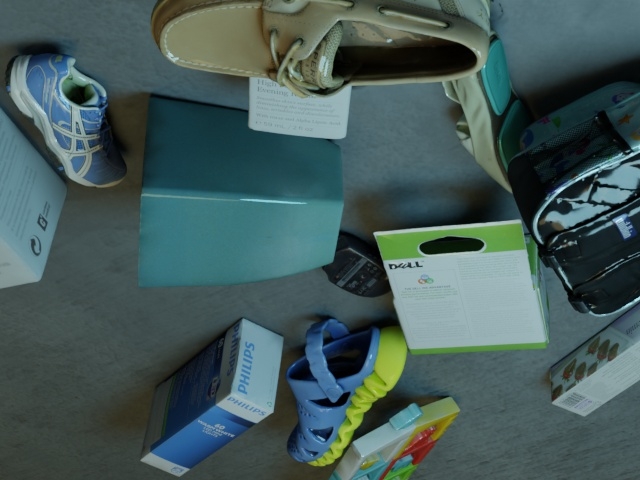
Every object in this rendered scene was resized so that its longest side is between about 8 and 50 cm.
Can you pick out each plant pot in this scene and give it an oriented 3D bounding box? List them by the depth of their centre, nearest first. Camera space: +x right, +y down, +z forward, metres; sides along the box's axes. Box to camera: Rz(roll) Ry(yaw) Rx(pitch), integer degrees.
[{"bbox_3d":[-0.095,-0.051,1.613,0.234,0.166,0.165,3,136,-7],"label":"plant pot"}]

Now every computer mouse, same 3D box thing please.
[{"bbox_3d":[0.000,0.000,1.769,0.242,0.041,0.071,33,126,-20],"label":"computer mouse"}]

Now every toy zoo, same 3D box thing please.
[{"bbox_3d":[0.101,0.331,2.077,0.192,0.030,0.293,-19,154,-32],"label":"toy zoo"}]

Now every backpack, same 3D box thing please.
[{"bbox_3d":[0.356,-0.063,1.497,0.253,0.191,0.225,-27,131,15],"label":"backpack"}]

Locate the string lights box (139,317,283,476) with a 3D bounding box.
[{"bbox_3d":[-0.163,0.235,2.002,0.076,0.133,0.259,28,137,-24],"label":"string lights box"}]

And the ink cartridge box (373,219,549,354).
[{"bbox_3d":[0.185,0.033,1.730,0.188,0.097,0.255,-4,139,14],"label":"ink cartridge box"}]

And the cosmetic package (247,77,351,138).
[{"bbox_3d":[-0.017,-0.219,1.454,0.117,0.085,0.231,5,143,1],"label":"cosmetic package"}]

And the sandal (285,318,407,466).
[{"bbox_3d":[0.010,0.212,1.970,0.138,0.126,0.317,21,132,-9],"label":"sandal"}]

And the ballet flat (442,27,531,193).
[{"bbox_3d":[0.185,-0.149,1.529,0.086,0.086,0.248,-6,138,16],"label":"ballet flat"}]

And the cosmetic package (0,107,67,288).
[{"bbox_3d":[-0.522,-0.124,1.583,0.230,0.161,0.453,-10,139,22],"label":"cosmetic package"}]

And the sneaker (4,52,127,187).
[{"bbox_3d":[-0.284,-0.138,1.597,0.081,0.080,0.211,-10,140,24],"label":"sneaker"}]

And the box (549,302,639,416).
[{"bbox_3d":[0.435,0.140,1.851,0.067,0.063,0.324,21,139,-20],"label":"box"}]

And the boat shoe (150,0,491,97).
[{"bbox_3d":[-0.006,-0.203,1.321,0.341,0.110,0.122,-4,139,11],"label":"boat shoe"}]
